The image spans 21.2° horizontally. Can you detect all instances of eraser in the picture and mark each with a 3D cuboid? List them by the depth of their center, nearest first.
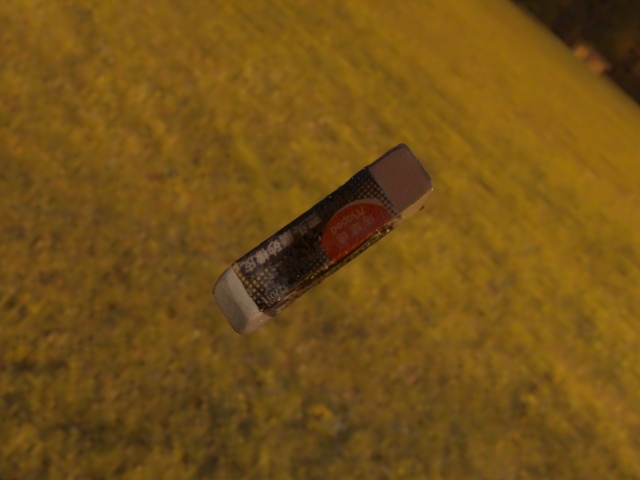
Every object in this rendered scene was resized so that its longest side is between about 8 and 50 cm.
[{"bbox_3d":[0.000,0.000,0.668,0.027,0.099,0.019,57,7,17],"label":"eraser"}]
